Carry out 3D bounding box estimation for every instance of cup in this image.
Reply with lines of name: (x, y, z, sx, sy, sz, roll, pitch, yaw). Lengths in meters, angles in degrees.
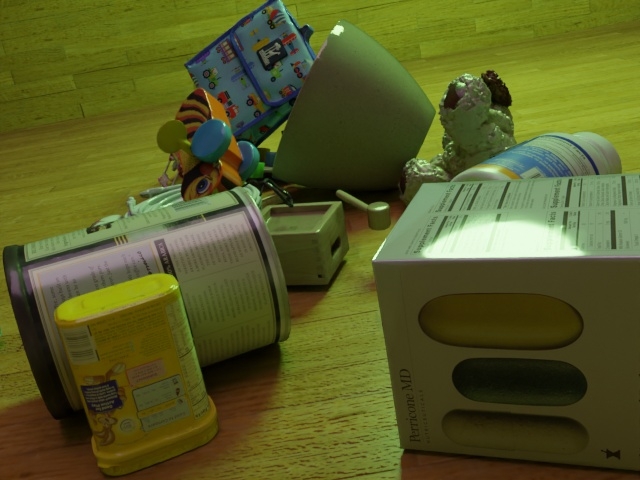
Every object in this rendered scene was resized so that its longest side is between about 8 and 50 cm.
cup: (0.082, -0.223, 1.367, 0.237, 0.331, 0.331, 26, 25, 1)

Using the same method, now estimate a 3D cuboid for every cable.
cable: (-0.229, -0.034, 1.266, 0.257, 0.089, 0.257, -10, 21, -1)

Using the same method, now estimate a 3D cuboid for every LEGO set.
LEGO set: (-0.329, -0.179, 1.730, 0.132, 0.107, 0.287, 23, 12, -11)

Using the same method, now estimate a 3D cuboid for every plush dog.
plush dog: (0.283, -0.168, 1.248, 0.211, 0.262, 0.225, 26, 37, 2)

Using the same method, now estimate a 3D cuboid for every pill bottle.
pill bottle: (0.313, -0.068, 1.010, 0.272, 0.152, 0.152, -25, 25, -36)

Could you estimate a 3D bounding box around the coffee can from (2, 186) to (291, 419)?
coffee can: (-0.198, 0.067, 0.825, 0.275, 0.201, 0.201, -16, 22, -17)

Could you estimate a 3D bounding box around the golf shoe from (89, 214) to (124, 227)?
golf shoe: (-0.384, 0.002, 1.246, 0.086, 0.067, 0.186, -28, 17, 27)

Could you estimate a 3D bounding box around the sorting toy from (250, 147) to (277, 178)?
sorting toy: (-0.150, -0.184, 1.589, 0.196, 0.047, 0.348, 2, 13, -29)

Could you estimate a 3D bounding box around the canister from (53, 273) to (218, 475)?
canister: (-0.180, 0.130, 0.696, 0.126, 0.169, 0.073, -17, 22, -18)

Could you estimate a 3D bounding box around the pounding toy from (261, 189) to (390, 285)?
pounding toy: (0.008, -0.004, 1.064, 0.206, 0.094, 0.181, -2, 23, 19)

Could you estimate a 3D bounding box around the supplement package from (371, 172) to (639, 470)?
supplement package: (0.210, 0.064, 0.643, 0.263, 0.199, 0.198, -1, 23, 22)

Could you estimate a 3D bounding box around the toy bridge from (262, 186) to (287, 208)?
toy bridge: (-0.155, -0.072, 1.415, 0.188, 0.026, 0.063, -12, 23, -4)

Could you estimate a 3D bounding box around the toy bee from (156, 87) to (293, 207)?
toy bee: (-0.185, -0.113, 1.115, 0.162, 0.195, 0.298, -42, 31, 9)

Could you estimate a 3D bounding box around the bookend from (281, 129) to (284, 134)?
bookend: (0.012, -0.247, 1.731, 0.156, 0.072, 0.157, -20, 23, -26)

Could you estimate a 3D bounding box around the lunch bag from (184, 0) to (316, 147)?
lunch bag: (-0.124, -0.383, 1.585, 0.293, 0.221, 0.138, -34, -12, 25)
